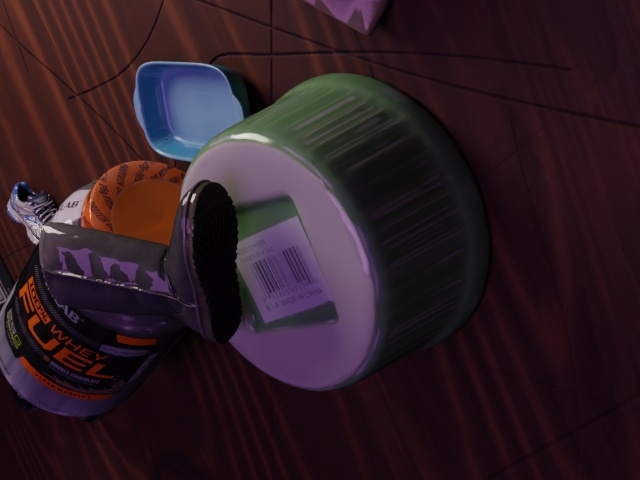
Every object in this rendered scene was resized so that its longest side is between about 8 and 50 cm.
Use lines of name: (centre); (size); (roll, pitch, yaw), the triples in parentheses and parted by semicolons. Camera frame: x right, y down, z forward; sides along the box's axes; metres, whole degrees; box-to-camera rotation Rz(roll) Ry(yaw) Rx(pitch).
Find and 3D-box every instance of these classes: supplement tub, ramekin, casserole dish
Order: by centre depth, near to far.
ramekin: (0.000, 0.000, 1.069); (0.303, 0.148, 0.303); (22, 125, 35)
casserole dish: (-0.137, -0.146, 1.204); (0.188, 0.037, 0.114); (11, 117, 43)
supplement tub: (-0.254, 0.062, 1.307); (0.207, 0.207, 0.338); (52, 137, 9)

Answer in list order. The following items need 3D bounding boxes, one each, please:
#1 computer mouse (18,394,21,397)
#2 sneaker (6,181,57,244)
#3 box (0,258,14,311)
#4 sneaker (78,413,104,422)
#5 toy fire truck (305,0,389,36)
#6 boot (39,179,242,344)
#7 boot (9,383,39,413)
computer mouse: (-0.415, 0.154, 1.626); (0.106, 0.042, 0.193); (5, 112, 8)
sneaker: (-0.390, -0.036, 1.504); (0.135, 0.052, 0.058); (34, 127, 26)
box: (-0.672, 0.042, 1.638); (0.183, 0.294, 0.296); (-24, 93, 48)
sneaker: (-0.365, 0.183, 1.541); (0.087, 0.130, 0.227); (33, 133, 30)
toy fire truck: (-0.041, -0.308, 0.966); (0.217, 0.246, 0.158); (-51, 36, 35)
boot: (-0.183, 0.008, 1.062); (0.209, 0.076, 0.189); (18, 123, 28)
boot: (-0.463, 0.217, 1.718); (0.099, 0.045, 0.121); (-4, 109, 49)
